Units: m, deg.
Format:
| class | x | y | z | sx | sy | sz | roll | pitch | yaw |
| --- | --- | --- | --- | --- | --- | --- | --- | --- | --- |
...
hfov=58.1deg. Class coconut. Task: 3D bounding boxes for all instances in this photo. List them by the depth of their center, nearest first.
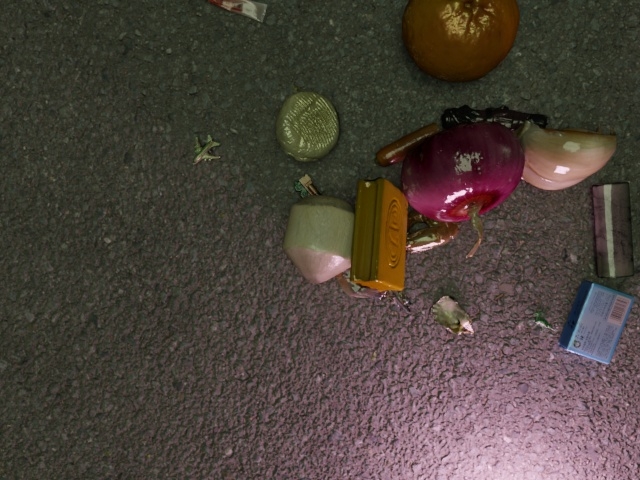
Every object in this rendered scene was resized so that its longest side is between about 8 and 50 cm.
| class | x | y | z | sx | sy | sz | roll | pitch | yaw |
| --- | --- | --- | --- | --- | --- | --- | --- | --- | --- |
| coconut | 0.000 | 0.000 | 1.773 | 0.237 | 0.237 | 0.266 | 5 | 80 | 2 |

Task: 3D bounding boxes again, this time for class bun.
| class | x | y | z | sx | sy | sz | roll | pitch | yaw |
| --- | --- | --- | --- | --- | --- | --- | --- | --- | --- |
| bun | -0.047 | -0.350 | 1.809 | 0.220 | 0.134 | 0.221 | 0 | 89 | -25 |

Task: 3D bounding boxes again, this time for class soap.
| class | x | y | z | sx | sy | sz | roll | pitch | yaw |
| --- | --- | --- | --- | --- | --- | --- | --- | --- | --- |
| soap | 0.185 | -0.016 | 1.752 | 0.096 | 0.204 | 0.325 | -3 | 77 | 33 |

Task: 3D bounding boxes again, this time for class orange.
| class | x | y | z | sx | sy | sz | roll | pitch | yaw |
| --- | --- | --- | --- | --- | --- | --- | --- | --- | --- |
| orange | 0.411 | -0.639 | 1.691 | 0.340 | 0.293 | 0.341 | 0 | 95 | 0 |

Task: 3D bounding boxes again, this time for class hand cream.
| class | x | y | z | sx | sy | sz | roll | pitch | yaw |
| --- | --- | --- | --- | --- | --- | --- | --- | --- | --- |
| hand cream | -0.281 | -0.756 | 1.844 | 0.216 | 0.038 | 0.052 | 16 | 122 | -3 |

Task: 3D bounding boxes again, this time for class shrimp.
| class | x | y | z | sx | sy | sz | roll | pitch | yaw |
| --- | --- | --- | --- | --- | --- | --- | --- | --- | --- |
| shrimp | 0.319 | -0.030 | 1.855 | 0.267 | 0.061 | 0.145 | -27 | 84 | 7 |
| shrimp | 0.164 | 0.139 | 1.874 | 0.164 | 0.062 | 0.317 | -44 | 87 | 9 |

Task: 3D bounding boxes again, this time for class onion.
| class | x | y | z | sx | sy | sz | roll | pitch | yaw |
| --- | --- | --- | --- | --- | --- | --- | --- | --- | --- |
| onion | 0.432 | -0.182 | 1.683 | 0.358 | 0.358 | 0.345 | -44 | 76 | 4 |

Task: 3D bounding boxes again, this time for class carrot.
| class | x | y | z | sx | sy | sz | roll | pitch | yaw |
| --- | --- | --- | --- | --- | --- | --- | --- | --- | --- |
| carrot | 0.274 | -0.301 | 1.834 | 0.225 | 0.067 | 0.067 | -29 | 92 | 2 |

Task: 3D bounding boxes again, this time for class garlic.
| class | x | y | z | sx | sy | sz | roll | pitch | yaw |
| --- | --- | --- | --- | --- | --- | --- | --- | --- | --- |
| garlic | 0.725 | -0.266 | 1.719 | 0.313 | 0.286 | 0.249 | 9 | 61 | -7 |

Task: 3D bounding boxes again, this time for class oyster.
| class | x | y | z | sx | sy | sz | roll | pitch | yaw |
| --- | --- | --- | --- | --- | --- | --- | --- | --- | --- |
| oyster | 0.431 | 0.243 | 1.875 | 0.146 | 0.045 | 0.122 | 4 | 97 | 9 |

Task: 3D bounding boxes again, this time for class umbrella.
| class | x | y | z | sx | sy | sz | roll | pitch | yaw |
| --- | --- | --- | --- | --- | --- | --- | --- | --- | --- |
| umbrella | 0.545 | -0.378 | 1.807 | 0.326 | 0.090 | 0.094 | 1 | 91 | 2 |

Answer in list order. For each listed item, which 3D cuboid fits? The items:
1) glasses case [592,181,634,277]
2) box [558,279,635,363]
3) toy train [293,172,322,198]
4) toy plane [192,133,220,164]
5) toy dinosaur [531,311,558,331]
| class | x | y | z | sx | sy | sz | roll | pitch | yaw |
| --- | --- | --- | --- | --- | --- | --- | --- | --- | --- |
| glasses case | 0.928 | -0.033 | 1.828 | 0.114 | 0.060 | 0.299 | -5 | 94 | 0 |
| box | 0.879 | 0.258 | 1.841 | 0.142 | 0.083 | 0.232 | 19 | 96 | 0 |
| toy train | -0.038 | -0.161 | 1.869 | 0.064 | 0.044 | 0.103 | -39 | 91 | -6 |
| toy plane | -0.378 | -0.289 | 1.873 | 0.102 | 0.040 | 0.111 | 41 | 95 | 1 |
| toy dinosaur | 0.730 | 0.265 | 1.878 | 0.083 | 0.021 | 0.062 | -1 | 81 | 3 |
